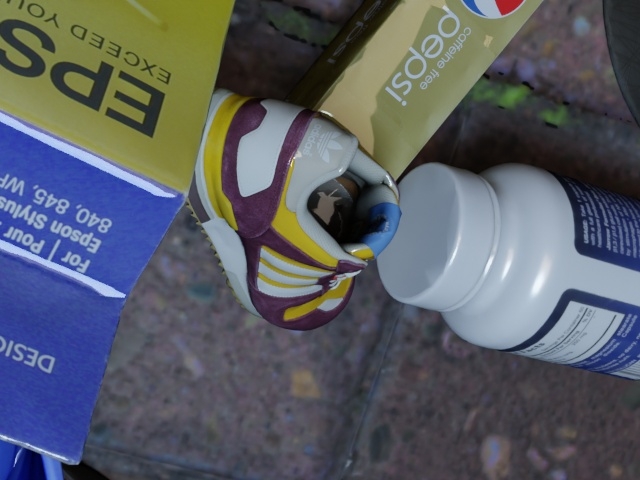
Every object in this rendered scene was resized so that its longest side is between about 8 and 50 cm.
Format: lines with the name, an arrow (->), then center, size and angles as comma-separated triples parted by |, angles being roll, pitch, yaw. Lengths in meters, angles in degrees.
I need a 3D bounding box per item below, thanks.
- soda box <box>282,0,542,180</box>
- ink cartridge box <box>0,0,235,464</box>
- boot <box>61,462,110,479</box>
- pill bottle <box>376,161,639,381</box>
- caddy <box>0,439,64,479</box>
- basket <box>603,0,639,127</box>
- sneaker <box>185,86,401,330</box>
soda box -> 0.059, -0.112, 0.644 | 0.058, 0.061, 0.181 | 38, 92, -18
ink cartridge box -> -0.183, -0.107, 0.478 | 0.303, 0.307, 0.072 | 25, 130, -17
boot -> -0.139, 0.184, 0.679 | 0.114, 0.037, 0.106 | -41, 105, 3
pill bottle -> 0.116, 0.014, 0.650 | 0.169, 0.094, 0.094 | 15, 99, -30
caddy -> -0.251, 0.063, 0.550 | 0.241, 0.179, 0.341 | -21, 106, -9
basket -> 0.254, -0.104, 0.605 | 0.154, 0.227, 0.204 | -17, 106, -9
sneaker -> 0.000, 0.000, 0.599 | 0.083, 0.185, 0.070 | 15, 71, 23
